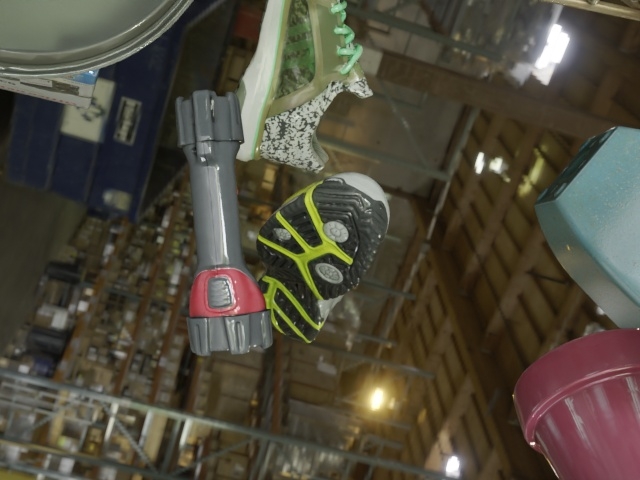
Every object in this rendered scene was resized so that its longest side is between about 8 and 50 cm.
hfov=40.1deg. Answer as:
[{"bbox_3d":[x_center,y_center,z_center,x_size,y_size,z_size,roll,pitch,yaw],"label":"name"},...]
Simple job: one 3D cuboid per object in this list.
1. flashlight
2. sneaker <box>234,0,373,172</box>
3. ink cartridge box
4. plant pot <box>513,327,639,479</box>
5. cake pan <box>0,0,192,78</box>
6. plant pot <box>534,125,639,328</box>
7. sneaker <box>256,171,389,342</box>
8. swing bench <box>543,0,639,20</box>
[{"bbox_3d":[-0.119,-0.019,1.047,0.103,0.103,0.303,-6,-91,46],"label":"flashlight"},{"bbox_3d":[0.004,-0.275,1.253,0.158,0.182,0.410,-67,180,-64],"label":"sneaker"},{"bbox_3d":[-0.476,-0.328,1.461,0.307,0.223,0.128,174,-73,-73],"label":"ink cartridge box"},{"bbox_3d":[0.334,0.225,0.968,0.180,0.202,0.201,-102,-154,-42],"label":"plant pot"},{"bbox_3d":[-0.201,-0.255,0.594,0.054,0.293,0.293,-137,-117,-66],"label":"cake pan"},{"bbox_3d":[0.474,-0.033,1.319,0.247,0.252,0.248,-49,179,-1],"label":"plant pot"},{"bbox_3d":[0.000,0.000,1.166,0.147,0.145,0.384,-58,-179,-29],"label":"sneaker"},{"bbox_3d":[0.472,-0.466,1.361,0.165,0.255,0.253,-57,169,-27],"label":"swing bench"}]
